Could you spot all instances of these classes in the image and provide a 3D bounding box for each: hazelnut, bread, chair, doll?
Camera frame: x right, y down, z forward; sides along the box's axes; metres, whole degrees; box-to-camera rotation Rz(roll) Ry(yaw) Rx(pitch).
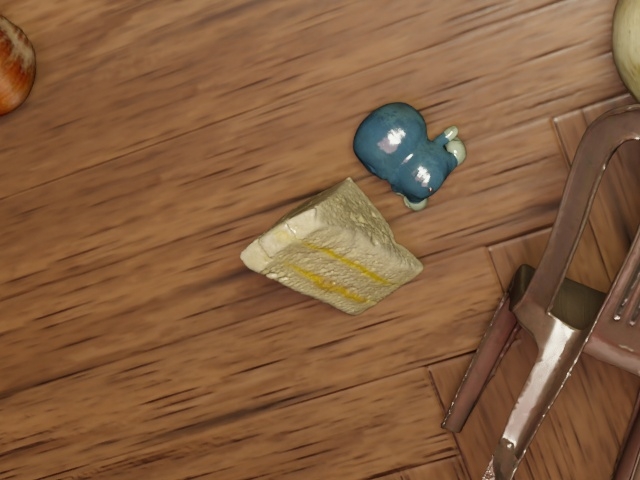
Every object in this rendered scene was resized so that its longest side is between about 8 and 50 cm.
[{"bbox_3d":[-0.273,-0.144,1.219,0.086,0.086,0.086,3,107,10],"label":"hazelnut"},{"bbox_3d":[0.010,0.018,1.171,0.077,0.152,0.105,-35,92,19],"label":"bread"},{"bbox_3d":[0.223,0.052,1.120,0.175,0.183,0.326,22,104,-1],"label":"chair"},{"bbox_3d":[0.069,-0.071,1.185,0.083,0.050,0.076,42,105,-1],"label":"doll"}]

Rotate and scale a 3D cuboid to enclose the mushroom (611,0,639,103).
[{"bbox_3d":[0.329,-0.160,1.032,0.253,0.189,0.195,-9,106,7],"label":"mushroom"}]
